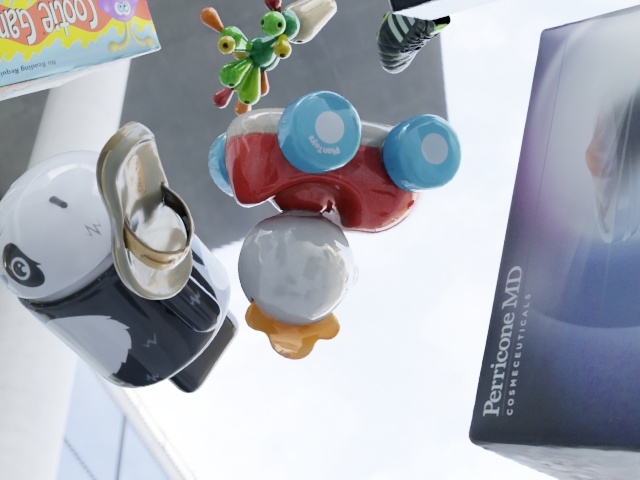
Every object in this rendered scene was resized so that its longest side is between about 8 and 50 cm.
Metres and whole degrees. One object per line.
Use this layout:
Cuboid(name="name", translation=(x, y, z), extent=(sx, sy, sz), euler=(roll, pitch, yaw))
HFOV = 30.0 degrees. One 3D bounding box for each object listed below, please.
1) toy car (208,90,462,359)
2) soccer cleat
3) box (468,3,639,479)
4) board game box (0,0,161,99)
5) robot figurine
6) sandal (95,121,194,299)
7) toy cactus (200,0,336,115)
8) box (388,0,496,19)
Cuboid(name="toy car", translation=(0.000, 0.000, 1.167), extent=(0.210, 0.219, 0.238), euler=(9, -99, -26))
Cuboid(name="soccer cleat", translation=(0.113, -0.255, 1.402), extent=(0.060, 0.072, 0.179), euler=(-21, -31, -30))
Cuboid(name="box", translation=(0.271, 0.007, 0.713), extent=(0.182, 0.296, 0.294), euler=(27, -23, -36))
Cuboid(name="board game box", translation=(-0.235, -0.231, 0.777), extent=(0.144, 0.142, 0.275), euler=(-7, -78, 48))
Cuboid(name="robot figurine", translation=(-0.202, 0.038, 1.189), extent=(0.209, 0.174, 0.278), euler=(-24, -51, 19))
Cuboid(name="sandal", translation=(-0.123, -0.013, 0.904), extent=(0.049, 0.072, 0.180), euler=(22, -35, 22))
Cuboid(name="toy cactus", translation=(-0.063, -0.249, 1.460), extent=(0.112, 0.180, 0.219), euler=(46, -21, 10))
Cuboid(name="box", translation=(0.114, -0.288, 1.087), extent=(0.108, 0.207, 0.153), euler=(-14, -87, 15))
